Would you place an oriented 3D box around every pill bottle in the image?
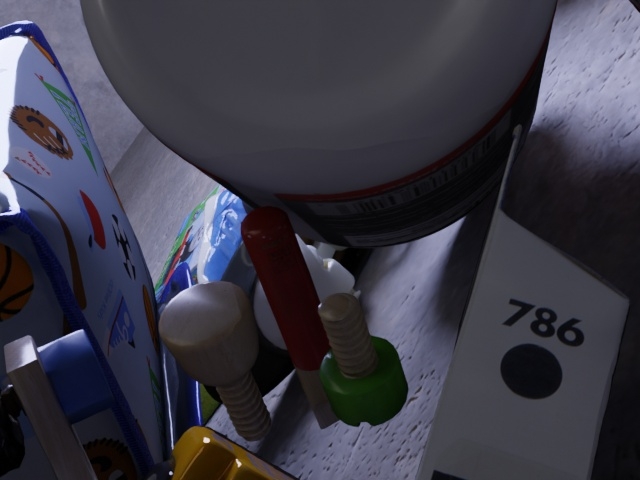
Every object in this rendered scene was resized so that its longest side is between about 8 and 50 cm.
[{"bbox_3d":[0.018,-0.105,0.678,0.210,0.210,0.363,-57,-9,-1],"label":"pill bottle"}]

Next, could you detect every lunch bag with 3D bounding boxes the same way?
[{"bbox_3d":[-0.208,0.088,0.872,0.239,0.385,0.328,-19,30,0],"label":"lunch bag"}]

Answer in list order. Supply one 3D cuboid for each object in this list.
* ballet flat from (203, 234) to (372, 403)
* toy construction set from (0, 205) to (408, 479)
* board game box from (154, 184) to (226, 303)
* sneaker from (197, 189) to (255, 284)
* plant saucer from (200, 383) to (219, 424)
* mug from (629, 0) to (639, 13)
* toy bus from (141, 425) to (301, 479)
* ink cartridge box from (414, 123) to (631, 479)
[{"bbox_3d":[0.000,0.000,0.929,0.096,0.095,0.280,-2,55,60],"label":"ballet flat"},{"bbox_3d":[-0.070,0.170,0.547,0.257,0.237,0.309,20,54,38],"label":"toy construction set"},{"bbox_3d":[-0.108,-0.013,1.349,0.211,0.039,0.160,-40,23,42],"label":"board game box"},{"bbox_3d":[-0.066,0.005,1.158,0.085,0.058,0.152,-26,45,27],"label":"sneaker"},{"bbox_3d":[-0.151,0.148,1.153,0.188,0.045,0.188,-54,16,9],"label":"plant saucer"},{"bbox_3d":[0.180,-0.184,0.609,0.113,0.169,0.150,-29,16,47],"label":"mug"},{"bbox_3d":[-0.111,0.275,0.682,0.332,0.108,0.130,-57,16,-2],"label":"toy bus"},{"bbox_3d":[0.051,0.132,0.457,0.165,0.065,0.332,94,-166,-56],"label":"ink cartridge box"}]
